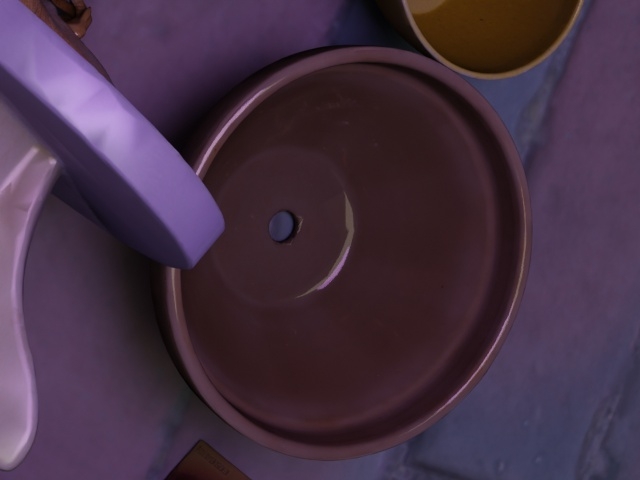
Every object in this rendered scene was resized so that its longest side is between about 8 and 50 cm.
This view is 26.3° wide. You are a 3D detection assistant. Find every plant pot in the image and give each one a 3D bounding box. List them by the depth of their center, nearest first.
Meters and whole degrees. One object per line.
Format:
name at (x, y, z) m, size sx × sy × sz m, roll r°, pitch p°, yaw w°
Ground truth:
plant pot at (0.000, 0.000, 0.813) m, size 0.237 × 0.110 × 0.237 m, roll -7°, pitch 105°, yaw -26°
plant pot at (0.081, -0.167, 0.827) m, size 0.134 × 0.095 × 0.134 m, roll -6°, pitch 103°, yaw -27°

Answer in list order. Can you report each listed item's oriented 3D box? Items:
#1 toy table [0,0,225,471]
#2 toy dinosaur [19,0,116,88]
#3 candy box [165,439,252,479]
toy table at (-0.199, -0.033, 0.639) m, size 0.274 × 0.252 × 0.161 m, roll 35°, pitch 74°, yaw 10°
toy dinosaur at (-0.152, -0.115, 0.703) m, size 0.112 × 0.211 × 0.064 m, roll -43°, pitch 166°, yaw -52°
candy box at (-0.052, 0.197, 0.783) m, size 0.109 × 0.186 × 0.053 m, roll -48°, pitch 118°, yaw -11°
